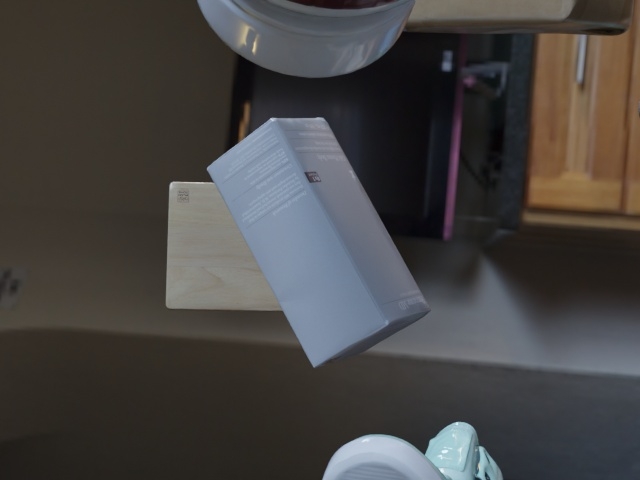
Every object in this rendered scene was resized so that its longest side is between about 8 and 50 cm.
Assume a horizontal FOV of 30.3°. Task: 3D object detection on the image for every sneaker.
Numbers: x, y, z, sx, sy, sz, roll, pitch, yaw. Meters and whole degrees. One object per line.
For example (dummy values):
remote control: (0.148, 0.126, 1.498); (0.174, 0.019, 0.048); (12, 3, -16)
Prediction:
sneaker: (0.065, 0.170, 0.803); (0.256, 0.094, 0.151); (63, -156, -43)

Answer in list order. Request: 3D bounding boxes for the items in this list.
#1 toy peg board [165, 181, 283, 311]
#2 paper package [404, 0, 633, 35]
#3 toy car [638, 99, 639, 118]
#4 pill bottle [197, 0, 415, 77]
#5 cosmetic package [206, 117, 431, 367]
toy peg board: (-0.115, 0.013, 1.520); (0.079, 0.161, 0.161); (128, 143, -79)
paper package: (0.176, -0.385, 1.251); (0.168, 0.309, 0.325); (-8, -77, -54)
toy car: (0.443, -0.151, 1.266); (0.136, 0.159, 0.182); (59, 174, 12)
pill bottle: (0.020, -0.302, 0.838); (0.392, 0.224, 0.224); (112, 167, -61)
cosmetic package: (0.000, 0.000, 1.204); (0.238, 0.107, 0.127); (58, -156, 9)
